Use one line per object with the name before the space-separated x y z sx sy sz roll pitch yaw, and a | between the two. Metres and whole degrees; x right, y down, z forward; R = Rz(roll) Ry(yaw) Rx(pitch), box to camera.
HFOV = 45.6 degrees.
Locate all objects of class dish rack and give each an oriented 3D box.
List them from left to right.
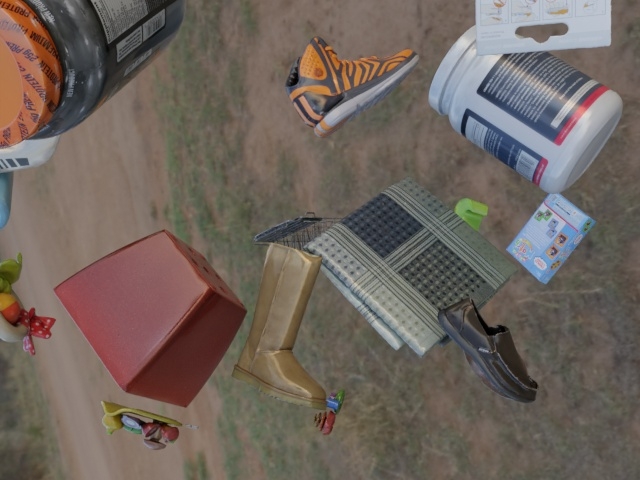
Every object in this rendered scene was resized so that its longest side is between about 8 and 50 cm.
dish rack | 0.000 0.000 1.654 0.208 0.271 0.074 -25 69 48

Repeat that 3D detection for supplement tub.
supplement tub | -0.296 -0.244 0.840 0.338 0.207 0.207 -68 -13 -56
supplement tub | 0.338 -0.223 1.269 0.272 0.191 0.191 39 139 20

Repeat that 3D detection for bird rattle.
bird rattle | -0.750 0.169 1.812 0.207 0.143 0.254 -96 -12 -81

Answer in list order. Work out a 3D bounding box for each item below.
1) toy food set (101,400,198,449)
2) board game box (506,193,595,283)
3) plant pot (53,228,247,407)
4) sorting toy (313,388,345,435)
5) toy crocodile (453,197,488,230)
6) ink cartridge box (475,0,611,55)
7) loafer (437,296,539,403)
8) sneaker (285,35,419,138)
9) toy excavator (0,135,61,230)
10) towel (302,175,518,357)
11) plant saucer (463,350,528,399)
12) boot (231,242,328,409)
toy food set | -0.369 0.402 1.615 0.128 0.217 0.071 -25 47 65
board game box | 0.623 -0.012 2.070 0.212 0.039 0.160 -55 38 16
plant pot | -0.306 0.139 1.503 0.267 0.235 0.267 47 179 25
sorting toy | 0.013 0.321 1.455 0.042 0.102 0.061 16 136 12
toy crocodile | 0.267 0.064 1.674 0.341 0.115 0.105 -59 12 0
ink cartridge box | 0.241 -0.295 0.821 0.145 0.045 0.180 1 100 21
loafer | 0.297 0.184 1.288 0.220 0.078 0.080 44 -165 -2
sneaker | 0.060 -0.361 1.585 0.180 0.321 0.124 52 148 2
toy excavator | -0.721 -0.155 1.625 0.433 0.444 0.222 95 163 -47
towel | 0.181 0.047 1.498 0.324 0.312 0.056 43 148 21
plant saucer | 0.368 0.254 1.580 0.168 0.029 0.168 40 149 30
boot | -0.050 0.153 1.401 0.236 0.089 0.270 15 85 38
